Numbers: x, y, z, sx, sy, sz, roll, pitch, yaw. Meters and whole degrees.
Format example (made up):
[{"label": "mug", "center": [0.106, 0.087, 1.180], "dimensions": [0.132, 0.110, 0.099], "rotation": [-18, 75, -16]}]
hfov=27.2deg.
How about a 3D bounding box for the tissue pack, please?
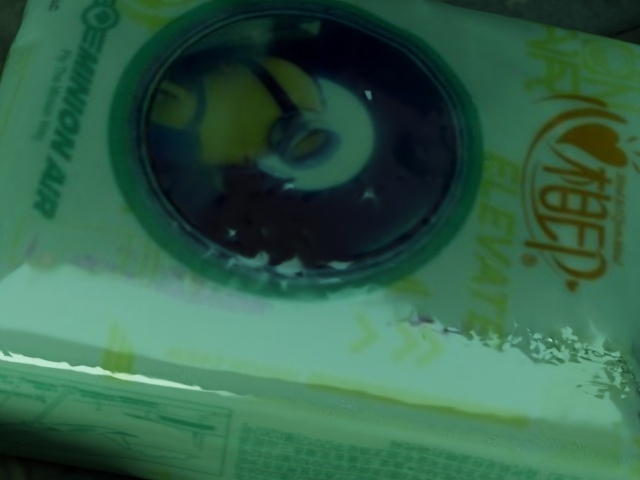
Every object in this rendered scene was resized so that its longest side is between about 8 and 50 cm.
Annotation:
[{"label": "tissue pack", "center": [0.000, 0.000, 0.749], "dimensions": [0.388, 0.162, 0.287], "rotation": [11, 60, -1]}]
